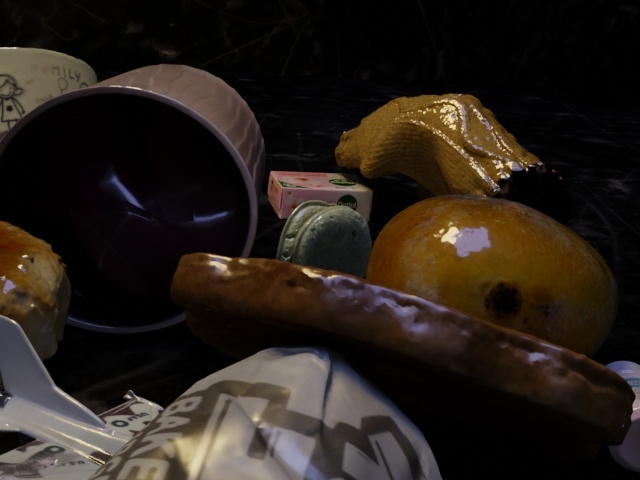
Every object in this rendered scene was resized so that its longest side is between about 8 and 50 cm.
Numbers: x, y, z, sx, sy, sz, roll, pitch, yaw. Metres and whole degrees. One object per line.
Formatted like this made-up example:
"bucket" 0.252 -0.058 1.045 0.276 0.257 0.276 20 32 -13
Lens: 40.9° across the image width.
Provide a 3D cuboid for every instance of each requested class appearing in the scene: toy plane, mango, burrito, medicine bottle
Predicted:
"toy plane" -0.114 0.129 0.484 0.234 0.082 0.160 29 14 18
"mango" 0.148 0.045 0.720 0.192 0.146 0.316 14 -1 23
"burrito" -0.076 0.163 0.271 0.139 0.101 0.445 38 31 10
"medicine bottle" 0.228 0.125 0.625 0.052 0.052 0.089 8 17 6

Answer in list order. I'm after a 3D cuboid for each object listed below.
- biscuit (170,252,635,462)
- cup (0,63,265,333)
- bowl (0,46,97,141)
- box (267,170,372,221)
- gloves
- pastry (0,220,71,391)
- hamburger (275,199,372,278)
"biscuit" 0.042 0.071 0.529 0.273 0.049 0.257 15 -16 11
"cup" -0.188 -0.040 0.814 0.288 0.208 0.273 -30 14 10
"bowl" -0.357 -0.111 0.972 0.237 0.126 0.238 -16 -8 -2
"box" -0.002 -0.060 1.145 0.125 0.043 0.089 1 19 -16
"gloves" 0.166 -0.103 1.101 0.356 0.155 0.203 28 -5 47
"pastry" -0.285 0.042 0.624 0.192 0.093 0.182 16 25 26
"hamburger" 0.003 0.001 0.891 0.121 0.084 0.054 -12 27 -41
